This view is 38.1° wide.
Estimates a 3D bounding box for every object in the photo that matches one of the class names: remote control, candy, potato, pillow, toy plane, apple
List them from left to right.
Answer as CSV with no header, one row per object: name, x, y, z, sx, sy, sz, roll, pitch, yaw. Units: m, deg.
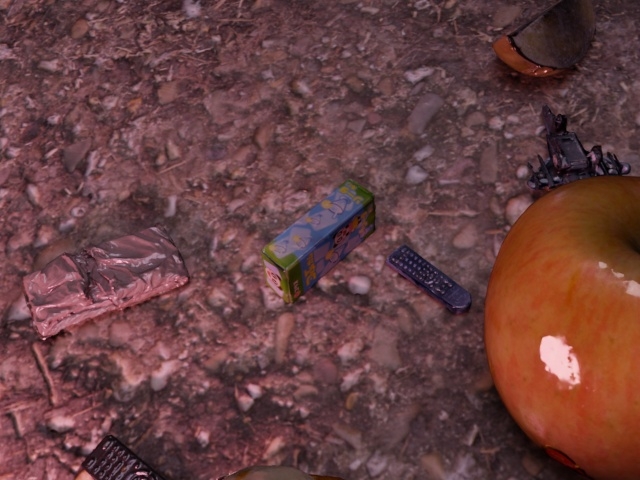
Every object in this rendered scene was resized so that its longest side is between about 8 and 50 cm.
pillow,-0.340,0.055,1.451,0.248,0.049,0.135,-20,52,-14
remote control,-0.221,0.351,1.247,0.245,0.025,0.063,33,64,23
candy,0.000,0.000,1.434,0.194,0.097,0.062,-40,63,-22
remote control,0.168,0.062,1.423,0.043,0.027,0.152,-42,60,-16
potato,0.399,-0.350,1.674,0.261,0.100,0.120,-36,98,-36
toy plane,0.406,-0.149,1.520,0.169,0.078,0.246,-9,55,-1
apple,0.398,0.105,1.184,0.392,0.346,0.391,-2,49,2

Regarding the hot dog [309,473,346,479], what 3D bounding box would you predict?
hot dog,-0.038,0.342,1.228,0.165,0.045,0.071,3,56,6

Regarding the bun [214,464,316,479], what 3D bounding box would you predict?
bun,-0.061,0.385,1.128,0.239,0.141,0.239,-2,84,17
